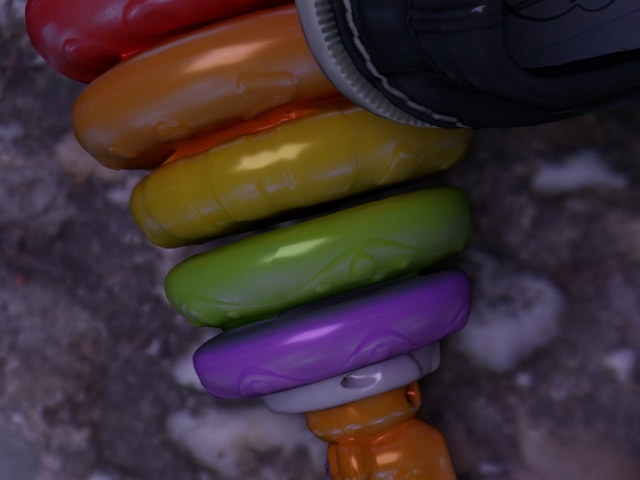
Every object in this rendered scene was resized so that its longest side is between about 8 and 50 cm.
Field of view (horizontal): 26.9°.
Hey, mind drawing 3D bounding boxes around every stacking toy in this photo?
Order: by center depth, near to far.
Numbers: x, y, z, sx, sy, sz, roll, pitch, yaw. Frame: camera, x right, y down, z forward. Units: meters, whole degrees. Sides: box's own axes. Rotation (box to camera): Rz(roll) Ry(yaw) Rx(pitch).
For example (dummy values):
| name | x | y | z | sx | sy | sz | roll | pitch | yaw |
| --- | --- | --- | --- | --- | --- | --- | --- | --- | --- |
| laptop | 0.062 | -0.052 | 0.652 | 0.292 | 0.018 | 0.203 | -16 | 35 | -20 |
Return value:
| name | x | y | z | sx | sy | sz | roll | pitch | yaw |
| --- | --- | --- | --- | --- | --- | --- | --- | --- | --- |
| stacking toy | 0.000 | 0.000 | 0.489 | 0.165 | 0.175 | 0.302 | -16 | 90 | 21 |

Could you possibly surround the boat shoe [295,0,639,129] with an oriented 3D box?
| name | x | y | z | sx | sy | sz | roll | pitch | yaw |
| --- | --- | --- | --- | --- | --- | --- | --- | --- | --- |
| boat shoe | 0.161 | -0.121 | 0.379 | 0.340 | 0.113 | 0.127 | -19 | 106 | -11 |
